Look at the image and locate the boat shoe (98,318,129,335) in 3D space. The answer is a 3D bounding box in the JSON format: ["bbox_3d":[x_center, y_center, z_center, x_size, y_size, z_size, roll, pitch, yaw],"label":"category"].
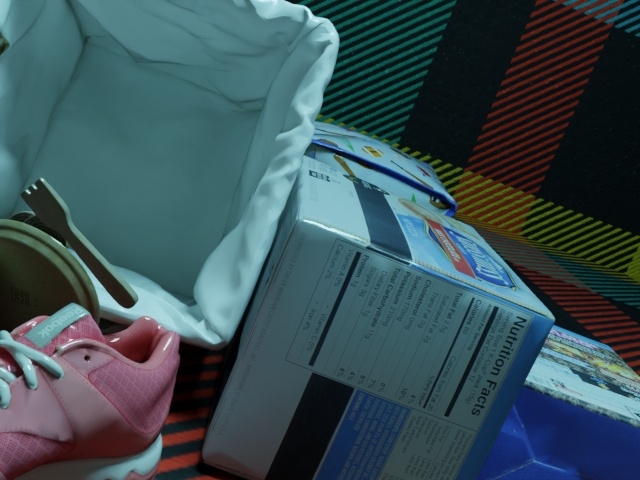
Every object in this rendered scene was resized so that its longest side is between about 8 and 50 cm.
[{"bbox_3d":[-0.226,0.096,0.777,0.046,0.038,0.125,6,3,26],"label":"boat shoe"}]

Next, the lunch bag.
[{"bbox_3d":[0.037,-0.106,1.686,0.386,0.238,0.328,27,13,-10],"label":"lunch bag"}]

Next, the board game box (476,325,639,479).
[{"bbox_3d":[0.239,0.189,0.928,0.232,0.141,0.291,21,12,-6],"label":"board game box"}]

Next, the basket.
[{"bbox_3d":[-0.191,-0.091,0.859,0.332,0.328,0.266,20,-6,-4],"label":"basket"}]

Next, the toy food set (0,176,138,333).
[{"bbox_3d":[-0.226,0.030,0.655,0.132,0.192,0.038,53,34,-15],"label":"toy food set"}]

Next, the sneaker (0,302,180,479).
[{"bbox_3d":[-0.203,0.099,0.528,0.116,0.136,0.314,27,9,25],"label":"sneaker"}]

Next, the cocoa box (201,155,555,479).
[{"bbox_3d":[0.042,0.082,0.834,0.228,0.231,0.347,21,12,-6],"label":"cocoa box"}]
